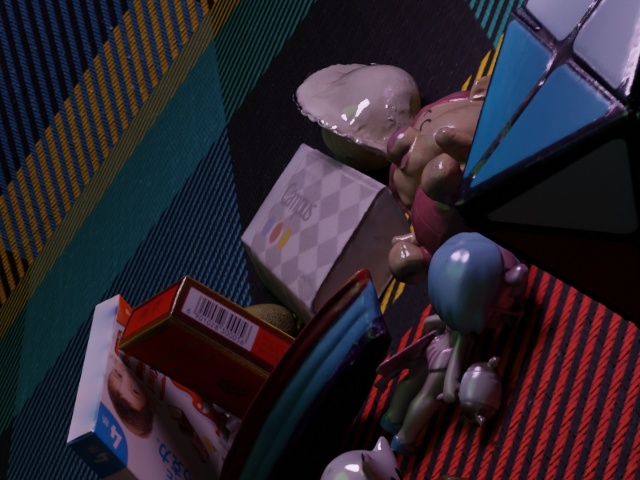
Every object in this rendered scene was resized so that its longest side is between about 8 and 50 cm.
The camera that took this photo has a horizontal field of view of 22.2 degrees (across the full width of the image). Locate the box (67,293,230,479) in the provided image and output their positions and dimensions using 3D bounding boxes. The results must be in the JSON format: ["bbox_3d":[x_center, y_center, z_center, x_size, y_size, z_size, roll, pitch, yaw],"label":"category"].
[{"bbox_3d":[-0.206,0.244,2.058,0.048,0.273,0.265,-25,33,19],"label":"box"}]

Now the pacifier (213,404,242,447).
[{"bbox_3d":[-0.105,0.221,2.129,0.081,0.078,0.099,-46,22,15],"label":"pacifier"}]

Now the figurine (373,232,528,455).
[{"bbox_3d":[0.129,0.116,1.682,0.260,0.103,0.205,-62,15,22],"label":"figurine"}]

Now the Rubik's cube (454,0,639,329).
[{"bbox_3d":[0.297,-0.100,1.374,0.248,0.250,0.246,-34,31,54],"label":"Rubik's cube"}]

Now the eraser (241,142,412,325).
[{"bbox_3d":[0.000,0.000,2.191,0.213,0.082,0.397,-57,20,2],"label":"eraser"}]

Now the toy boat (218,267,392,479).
[{"bbox_3d":[-0.012,0.189,1.845,0.079,0.136,0.392,61,139,32],"label":"toy boat"}]

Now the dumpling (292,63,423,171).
[{"bbox_3d":[0.046,-0.176,2.211,0.247,0.172,0.142,-96,22,-59],"label":"dumpling"}]

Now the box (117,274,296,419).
[{"bbox_3d":[-0.111,0.145,2.009,0.153,0.240,0.074,-34,30,50],"label":"box"}]

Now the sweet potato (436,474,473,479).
[{"bbox_3d":[0.138,0.256,1.553,0.041,0.038,0.153,-33,22,5],"label":"sweet potato"}]

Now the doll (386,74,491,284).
[{"bbox_3d":[0.147,-0.069,1.838,0.196,0.152,0.256,-33,25,26],"label":"doll"}]

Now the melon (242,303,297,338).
[{"bbox_3d":[-0.103,0.141,2.174,0.162,0.099,0.099,-33,10,-22],"label":"melon"}]

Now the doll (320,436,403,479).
[{"bbox_3d":[0.020,0.295,1.684,0.181,0.107,0.110,-47,1,16],"label":"doll"}]
